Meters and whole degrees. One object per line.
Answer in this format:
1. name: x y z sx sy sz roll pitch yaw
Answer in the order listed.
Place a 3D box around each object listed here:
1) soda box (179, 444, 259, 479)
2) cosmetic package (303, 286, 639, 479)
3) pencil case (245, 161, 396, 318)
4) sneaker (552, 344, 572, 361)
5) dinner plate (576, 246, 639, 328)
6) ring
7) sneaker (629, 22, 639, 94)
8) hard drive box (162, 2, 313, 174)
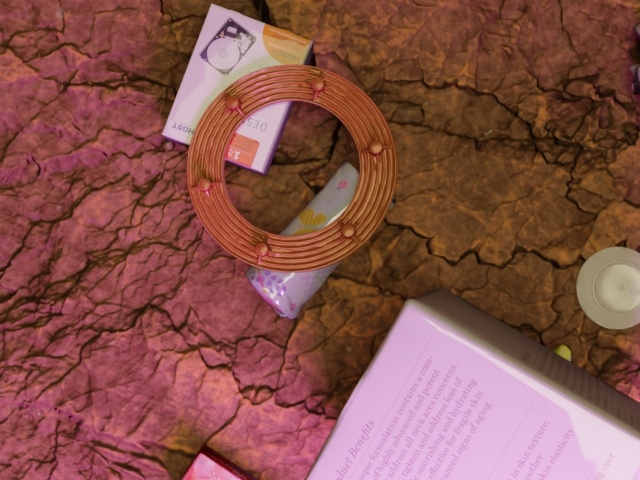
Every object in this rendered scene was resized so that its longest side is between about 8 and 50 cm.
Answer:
1. soda box: -0.111 0.449 1.753 0.263 0.083 0.092 33 89 -1
2. cosmetic package: 0.243 0.309 1.583 0.394 0.327 0.329 31 99 12
3. pencil case: 0.000 0.000 1.747 0.273 0.124 0.113 -47 60 -3
4. sneaker: 0.325 0.232 1.768 0.208 0.081 0.094 -38 84 -3
5. dinner plate: 0.506 0.081 1.805 0.141 0.017 0.141 0 90 -2
6. ring: -0.046 -0.116 1.681 0.337 0.032 0.336 0 85 5
7. sneaker: 0.574 -0.243 1.782 0.108 0.100 0.271 0 92 23
8. hard drive box: -0.134 -0.246 1.760 0.181 0.089 0.232 20 89 0
